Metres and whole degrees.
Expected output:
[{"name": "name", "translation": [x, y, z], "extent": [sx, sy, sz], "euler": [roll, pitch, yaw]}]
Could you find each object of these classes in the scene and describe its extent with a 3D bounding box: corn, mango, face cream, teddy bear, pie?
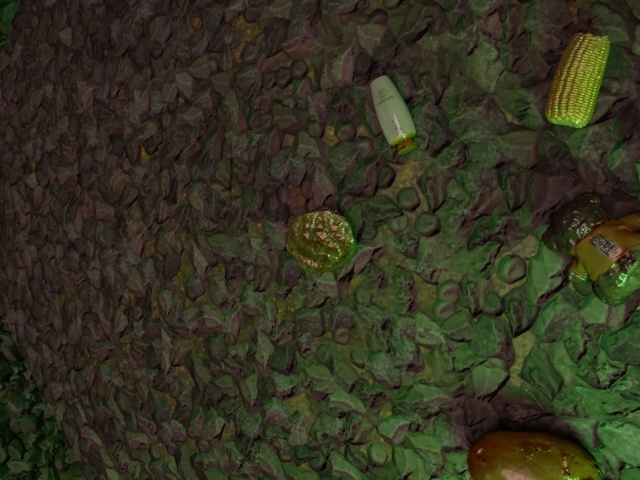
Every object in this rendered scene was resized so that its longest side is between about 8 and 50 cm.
[{"name": "corn", "translation": [0.481, -0.298, 0.860], "extent": [0.085, 0.063, 0.165], "euler": [23, 102, 37]}, {"name": "mango", "translation": [0.417, 0.458, 0.908], "extent": [0.248, 0.151, 0.156], "euler": [-3, 123, 24]}, {"name": "face cream", "translation": [0.166, -0.285, 1.051], "extent": [0.072, 0.051, 0.182], "euler": [-23, 82, 25]}, {"name": "teddy bear", "translation": [0.505, 0.008, 0.830], "extent": [0.190, 0.140, 0.177], "euler": [48, 117, 28]}, {"name": "pie", "translation": [0.000, 0.000, 1.150], "extent": [0.193, 0.079, 0.163], "euler": [-9, 93, 28]}]

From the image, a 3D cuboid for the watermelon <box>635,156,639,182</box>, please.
[{"name": "watermelon", "translation": [0.661, -0.109, 0.714], "extent": [0.256, 0.176, 0.260], "euler": [38, 88, 15]}]
